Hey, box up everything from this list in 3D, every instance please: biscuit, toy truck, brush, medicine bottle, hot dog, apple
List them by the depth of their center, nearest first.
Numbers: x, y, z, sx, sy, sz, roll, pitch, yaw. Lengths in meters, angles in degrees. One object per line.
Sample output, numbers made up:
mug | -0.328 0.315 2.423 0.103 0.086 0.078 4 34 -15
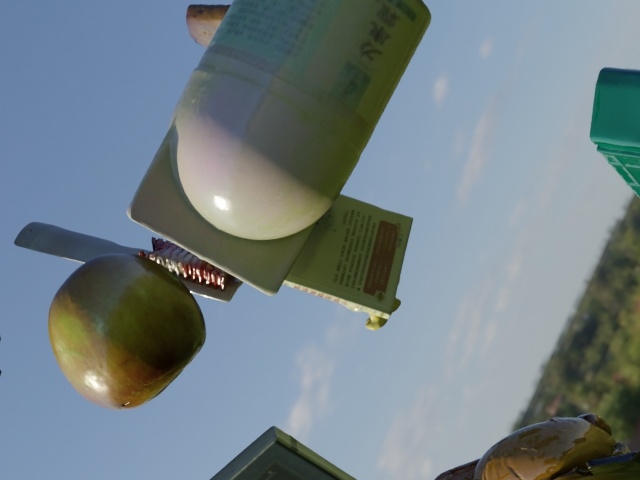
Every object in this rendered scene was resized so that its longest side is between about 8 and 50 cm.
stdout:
apple | -0.198 0.087 1.495 0.146 0.147 0.163 -45 -3 24
toy truck | 0.396 -0.110 1.640 0.253 0.114 0.124 42 -109 -40
medicine bottle | -0.054 -0.156 1.821 0.406 0.236 0.236 -62 -12 -6
hot dog | 0.278 0.301 1.934 0.194 0.326 0.107 56 -153 -50
brush | -0.258 0.016 1.951 0.060 0.321 0.050 -56 -26 -49
biscuit | -0.056 -0.308 2.407 0.359 0.359 0.046 38 -111 -78

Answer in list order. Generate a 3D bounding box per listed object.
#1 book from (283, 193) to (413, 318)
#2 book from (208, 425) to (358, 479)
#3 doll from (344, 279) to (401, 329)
book | 0.000 0.000 1.941 0.022 0.232 0.162 117 170 -56
book | -0.022 0.297 1.395 0.191 0.269 0.025 -42 37 13
doll | 0.053 0.031 2.808 0.141 0.296 0.117 -44 12 -33
